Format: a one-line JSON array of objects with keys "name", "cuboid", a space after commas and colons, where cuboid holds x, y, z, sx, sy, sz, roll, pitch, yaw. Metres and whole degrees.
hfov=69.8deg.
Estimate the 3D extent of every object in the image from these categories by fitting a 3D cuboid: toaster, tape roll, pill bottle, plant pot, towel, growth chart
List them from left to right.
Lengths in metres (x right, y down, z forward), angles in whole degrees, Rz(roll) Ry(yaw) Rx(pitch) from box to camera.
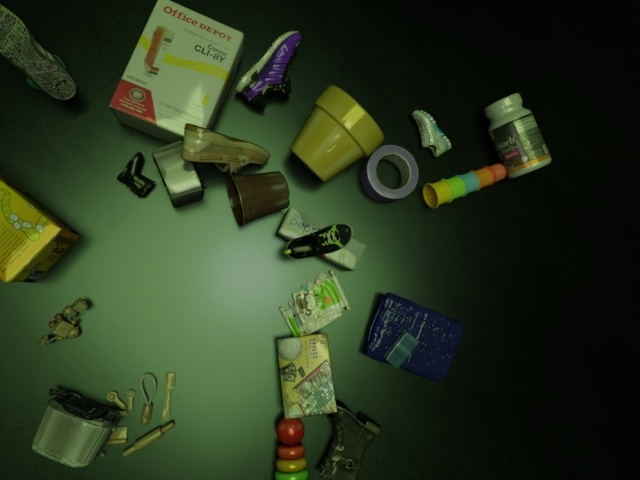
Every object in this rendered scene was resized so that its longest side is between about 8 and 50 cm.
[{"name": "toaster", "cuboid": [-0.697, 0.529, 1.291, 0.227, 0.129, 0.146, 23, 84, -3]}, {"name": "toaster", "cuboid": [-0.426, -0.200, 1.395, 0.110, 0.186, 0.168, -24, 91, -18]}, {"name": "plant pot", "cuboid": [-0.195, -0.146, 1.462, 0.165, 0.167, 0.167, -16, 88, -22]}, {"name": "growth chart", "cuboid": [-0.018, 0.219, 1.531, 0.237, 0.021, 0.172, -33, 91, -14]}, {"name": "plant pot", "cuboid": [0.036, -0.329, 1.493, 0.254, 0.254, 0.239, 45, 93, -5]}, {"name": "tape roll", "cuboid": [0.239, -0.231, 1.601, 0.189, 0.080, 0.189, 1, 85, -13]}, {"name": "towel", "cuboid": [0.266, 0.359, 1.510, 0.067, 0.029, 0.119, 41, 83, -8]}, {"name": "towel", "cuboid": [0.316, 0.331, 1.573, 0.308, 0.076, 0.227, 23, 87, -10]}, {"name": "pill bottle", "cuboid": [0.715, -0.381, 1.680, 0.162, 0.162, 0.278, -23, 90, -14]}]

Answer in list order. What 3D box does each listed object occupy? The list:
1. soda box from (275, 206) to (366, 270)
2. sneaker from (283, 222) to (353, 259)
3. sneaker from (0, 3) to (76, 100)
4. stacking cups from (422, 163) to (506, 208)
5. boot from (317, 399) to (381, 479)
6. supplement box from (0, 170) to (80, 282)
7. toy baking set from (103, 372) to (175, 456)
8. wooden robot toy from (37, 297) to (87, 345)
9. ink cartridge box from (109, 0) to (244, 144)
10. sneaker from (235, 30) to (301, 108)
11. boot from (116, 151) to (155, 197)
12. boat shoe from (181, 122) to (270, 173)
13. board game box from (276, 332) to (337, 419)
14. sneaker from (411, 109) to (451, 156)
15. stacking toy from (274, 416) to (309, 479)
[{"name": "soda box", "cuboid": [0.000, 0.000, 1.518, 0.286, 0.091, 0.098, 27, 80, -9]}, {"name": "sneaker", "cuboid": [0.000, 0.010, 1.420, 0.235, 0.097, 0.084, -21, 92, -11]}, {"name": "sneaker", "cuboid": [-0.846, -0.541, 1.335, 0.124, 0.178, 0.295, -45, 124, -13]}, {"name": "stacking cups", "cuboid": [0.526, -0.207, 1.667, 0.316, 0.096, 0.096, -20, 89, -19]}, {"name": "boot", "cuboid": [0.054, 0.651, 1.472, 0.263, 0.091, 0.229, 31, 83, -5]}, {"name": "supplement box", "cuboid": [-0.899, -0.065, 1.271, 0.356, 0.194, 0.195, 41, 78, -7]}, {"name": "toy baking set", "cuboid": [-0.536, 0.517, 1.380, 0.256, 0.030, 0.196, -25, 90, -14]}, {"name": "wooden robot toy", "cuboid": [-0.742, 0.253, 1.354, 0.173, 0.076, 0.079, -53, 132, -12]}, {"name": "ink cartridge box", "cuboid": [-0.436, -0.507, 1.433, 0.279, 0.160, 0.384, 21, 80, -10]}, {"name": "sneaker", "cuboid": [-0.141, -0.561, 1.543, 0.146, 0.102, 0.293, 42, 82, -10]}, {"name": "boot", "cuboid": [-0.563, -0.203, 1.436, 0.099, 0.045, 0.121, 36, 85, -5]}, {"name": "boat shoe", "cuboid": [-0.287, -0.264, 1.399, 0.122, 0.341, 0.110, 21, 99, 32]}, {"name": "board game box", "cuboid": [-0.043, 0.423, 1.442, 0.165, 0.042, 0.243, -7, 74, 0]}, {"name": "sneaker", "cuboid": [0.385, -0.383, 1.655, 0.083, 0.071, 0.190, -42, 94, -7]}, {"name": "stacking toy", "cuboid": [-0.085, 0.715, 1.417, 0.141, 0.141, 0.330, 1, 80, -13]}]
